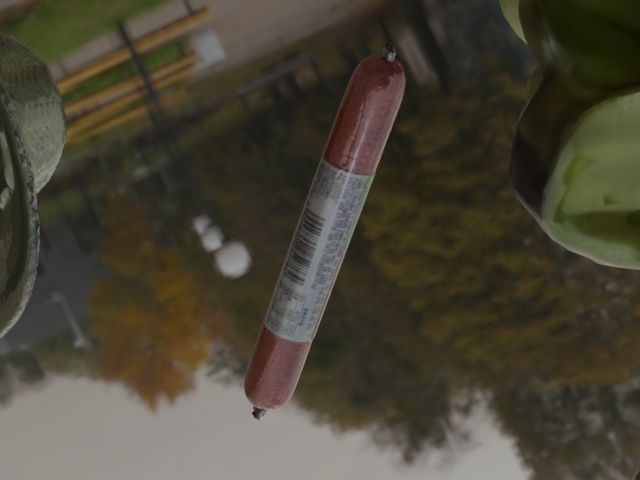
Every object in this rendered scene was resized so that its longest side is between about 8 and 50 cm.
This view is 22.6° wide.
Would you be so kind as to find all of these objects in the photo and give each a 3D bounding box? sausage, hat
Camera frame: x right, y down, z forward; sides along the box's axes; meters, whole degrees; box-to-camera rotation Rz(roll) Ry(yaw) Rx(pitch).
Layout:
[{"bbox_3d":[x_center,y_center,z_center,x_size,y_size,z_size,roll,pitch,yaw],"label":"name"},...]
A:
[{"bbox_3d":[0.000,0.000,0.832,0.029,0.029,0.223,-30,144,-62],"label":"sausage"},{"bbox_3d":[-0.213,-0.066,0.961,0.110,0.252,0.252,-27,-177,-42],"label":"hat"}]

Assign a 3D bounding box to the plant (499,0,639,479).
[{"bbox_3d":[0.197,0.010,0.406,0.297,0.261,0.306,8,175,41],"label":"plant"}]
